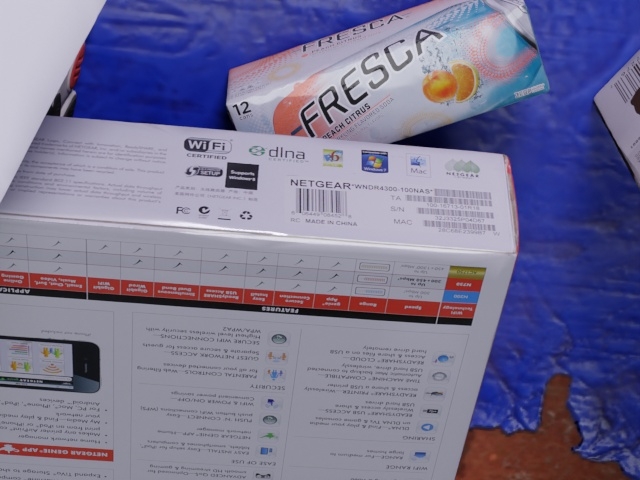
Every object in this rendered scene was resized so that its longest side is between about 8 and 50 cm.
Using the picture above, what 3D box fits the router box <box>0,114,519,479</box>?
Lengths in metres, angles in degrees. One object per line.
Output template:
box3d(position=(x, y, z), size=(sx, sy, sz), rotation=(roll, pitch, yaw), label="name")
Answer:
box3d(position=(-0.076, 0.070, 0.887), size=(0.335, 0.082, 0.301), rotation=(5, 135, -4), label="router box")

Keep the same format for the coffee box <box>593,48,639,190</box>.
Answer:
box3d(position=(0.270, -0.015, 0.790), size=(0.168, 0.297, 0.119), rotation=(36, 110, -18), label="coffee box")

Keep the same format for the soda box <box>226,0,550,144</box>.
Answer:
box3d(position=(0.037, -0.094, 0.873), size=(0.183, 0.063, 0.058), rotation=(-19, 116, 7), label="soda box")

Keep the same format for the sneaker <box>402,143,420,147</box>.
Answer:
box3d(position=(0.000, 0.000, 0.919), size=(0.175, 0.064, 0.067), rotation=(-16, 123, 8), label="sneaker")

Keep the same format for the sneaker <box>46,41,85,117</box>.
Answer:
box3d(position=(-0.182, -0.098, 0.875), size=(0.071, 0.068, 0.170), rotation=(20, 106, 5), label="sneaker")

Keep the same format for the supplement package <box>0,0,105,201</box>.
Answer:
box3d(position=(-0.243, -0.137, 0.642), size=(0.145, 0.204, 0.262), rotation=(-2, 145, 41), label="supplement package")
